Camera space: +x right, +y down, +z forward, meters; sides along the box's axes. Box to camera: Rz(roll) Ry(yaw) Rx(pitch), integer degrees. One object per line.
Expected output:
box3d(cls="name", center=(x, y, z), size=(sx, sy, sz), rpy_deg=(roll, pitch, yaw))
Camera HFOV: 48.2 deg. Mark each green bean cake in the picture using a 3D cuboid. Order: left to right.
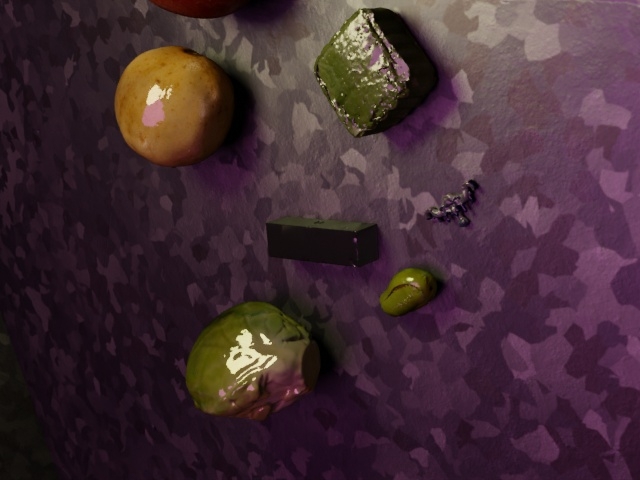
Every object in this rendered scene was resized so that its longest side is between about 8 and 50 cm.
box3d(cls="green bean cake", center=(0.102, -0.335, 1.433), size=(0.200, 0.113, 0.214), rpy_deg=(-42, 76, 39))

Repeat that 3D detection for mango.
box3d(cls="mango", center=(0.185, 0.109, 1.525), size=(0.091, 0.074, 0.165), rpy_deg=(58, 143, 3))

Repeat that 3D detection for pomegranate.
box3d(cls="pomegranate", center=(-0.343, -0.324, 1.714), size=(0.307, 0.307, 0.308), rpy_deg=(13, 111, 37))

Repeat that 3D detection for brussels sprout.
box3d(cls="brussels sprout", center=(-0.158, 0.302, 1.726), size=(0.344, 0.344, 0.268), rpy_deg=(11, 147, 37))

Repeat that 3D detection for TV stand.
box3d(cls="TV stand", center=(0.000, 0.000, 1.640), size=(0.269, 0.082, 0.088), rpy_deg=(5, 105, 38))

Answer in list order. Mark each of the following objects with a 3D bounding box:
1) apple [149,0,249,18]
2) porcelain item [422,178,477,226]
box3d(cls="apple", center=(-0.274, -0.651, 1.517), size=(0.348, 0.276, 0.349), rpy_deg=(35, 130, 58))
box3d(cls="porcelain item", center=(0.272, -0.059, 1.434), size=(0.136, 0.021, 0.075), rpy_deg=(-37, 82, 41))
